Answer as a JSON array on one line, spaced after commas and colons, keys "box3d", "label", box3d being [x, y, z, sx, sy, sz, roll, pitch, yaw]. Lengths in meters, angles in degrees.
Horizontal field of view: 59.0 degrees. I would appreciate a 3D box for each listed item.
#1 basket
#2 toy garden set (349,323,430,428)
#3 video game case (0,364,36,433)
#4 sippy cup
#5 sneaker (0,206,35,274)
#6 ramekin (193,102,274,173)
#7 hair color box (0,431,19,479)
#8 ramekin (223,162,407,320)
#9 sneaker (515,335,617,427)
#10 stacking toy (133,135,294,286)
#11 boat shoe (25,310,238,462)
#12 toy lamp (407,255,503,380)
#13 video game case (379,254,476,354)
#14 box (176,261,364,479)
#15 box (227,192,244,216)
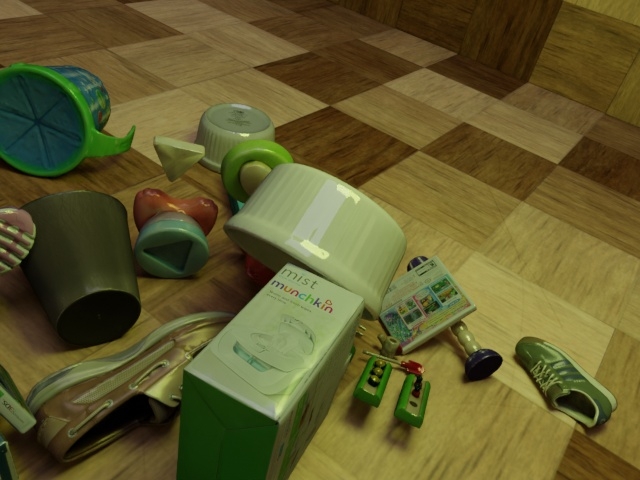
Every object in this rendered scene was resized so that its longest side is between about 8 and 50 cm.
[{"box3d": [-0.392, 0.047, 0.930, 0.204, 0.154, 0.227, -12, 47, -28], "label": "basket"}, {"box3d": [0.073, 0.182, 0.937, 0.244, 0.049, 0.204, 24, 20, 10], "label": "toy garden set"}, {"box3d": [-0.443, 0.134, 0.699, 0.023, 0.193, 0.212, -42, 28, -26], "label": "video game case"}, {"box3d": [-0.584, -0.287, 1.258, 0.240, 0.305, 0.224, -28, 21, 16], "label": "sippy cup"}, {"box3d": [-0.545, 0.031, 0.877, 0.095, 0.236, 0.104, 45, 0, -33], "label": "sneaker"}, {"box3d": [-0.211, -0.259, 1.415, 0.207, 0.109, 0.207, 8, 37, -6], "label": "ramekin"}, {"box3d": [-0.494, 0.199, 0.672, 0.347, 0.174, 0.105, 35, 41, 25], "label": "hair color box"}, {"box3d": [0.000, 0.000, 0.889, 0.277, 0.277, 0.135, 28, 78, 18], "label": "ramekin"}, {"box3d": [0.418, 0.248, 0.989, 0.192, 0.064, 0.086, 39, 38, 25], "label": "sneaker"}, {"box3d": [-0.176, -0.032, 1.000, 0.309, 0.279, 0.130, 2, 44, -14], "label": "stacking toy"}, {"box3d": [-0.235, 0.207, 0.803, 0.324, 0.123, 0.116, -24, 54, -27], "label": "boat shoe"}, {"box3d": [0.244, 0.135, 1.075, 0.080, 0.080, 0.274, -4, 43, -22], "label": "toy lamp"}, {"box3d": [0.186, 0.117, 1.054, 0.157, 0.019, 0.143, -32, 46, 2], "label": "video game case"}, {"box3d": [-0.063, 0.203, 0.732, 0.127, 0.262, 0.231, 24, 39, 14], "label": "box"}, {"box3d": [-0.142, -0.079, 1.242, 0.101, 0.060, 0.244, -1, 39, -19], "label": "box"}]
